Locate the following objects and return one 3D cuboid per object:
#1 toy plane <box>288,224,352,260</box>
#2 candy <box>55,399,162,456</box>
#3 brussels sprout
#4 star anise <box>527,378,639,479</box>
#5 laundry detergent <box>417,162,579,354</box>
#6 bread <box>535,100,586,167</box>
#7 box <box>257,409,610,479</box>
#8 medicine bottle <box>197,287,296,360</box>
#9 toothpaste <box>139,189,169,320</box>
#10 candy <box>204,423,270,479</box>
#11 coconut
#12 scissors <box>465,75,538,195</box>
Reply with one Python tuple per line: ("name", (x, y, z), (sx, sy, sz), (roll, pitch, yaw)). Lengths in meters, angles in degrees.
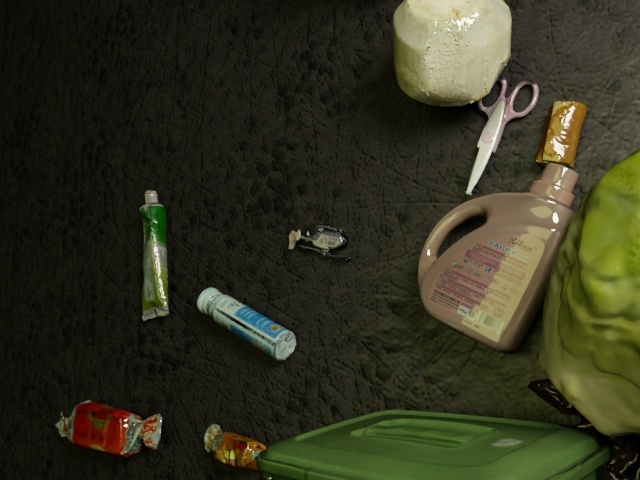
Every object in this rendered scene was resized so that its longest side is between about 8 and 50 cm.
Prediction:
("toy plane", (0.000, 0.000, 0.945), (0.120, 0.031, 0.049), (13, 94, 32))
("candy", (-0.390, 0.343, 1.101), (0.292, 0.059, 0.086), (-3, 80, 34))
("brussels sprout", (0.332, 0.037, 0.559), (0.242, 0.273, 0.317), (29, 86, -6))
("star anise", (0.326, 0.217, 0.658), (0.212, 0.053, 0.157), (17, 84, 35))
("laundry detergent", (0.220, 0.006, 0.768), (0.171, 0.076, 0.237), (25, 92, 35))
("bread", (0.307, -0.134, 0.770), (0.046, 0.036, 0.083), (13, 88, 32))
("box", (0.116, 0.291, 0.641), (0.328, 0.252, 0.178), (-13, 80, 47))
("medicine bottle", (-0.124, 0.132, 0.981), (0.191, 0.051, 0.051), (25, 92, 36))
("toothpaste", (-0.316, 0.024, 1.141), (0.078, 0.046, 0.248), (-17, 72, 34))
("candy", (-0.123, 0.328, 0.934), (0.182, 0.046, 0.053), (2, 78, 36))
("coconut", (0.177, -0.259, 0.818), (0.160, 0.162, 0.161), (-8, 52, 10))
("scissors", (0.235, -0.143, 0.828), (0.085, 0.022, 0.176), (20, 87, 37))
